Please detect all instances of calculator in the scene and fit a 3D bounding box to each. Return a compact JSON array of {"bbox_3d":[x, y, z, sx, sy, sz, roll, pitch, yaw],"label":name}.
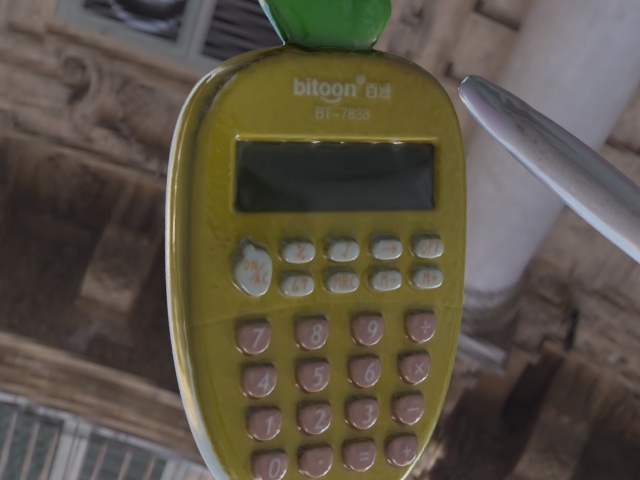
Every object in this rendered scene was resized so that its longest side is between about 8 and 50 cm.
[{"bbox_3d":[0.000,0.000,0.709,0.146,0.032,0.235,-2,-87,-37],"label":"calculator"}]

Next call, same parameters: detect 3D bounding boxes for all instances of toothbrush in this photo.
[{"bbox_3d":[0.170,0.034,0.632,0.307,0.029,0.025,38,-140,-12],"label":"toothbrush"}]
